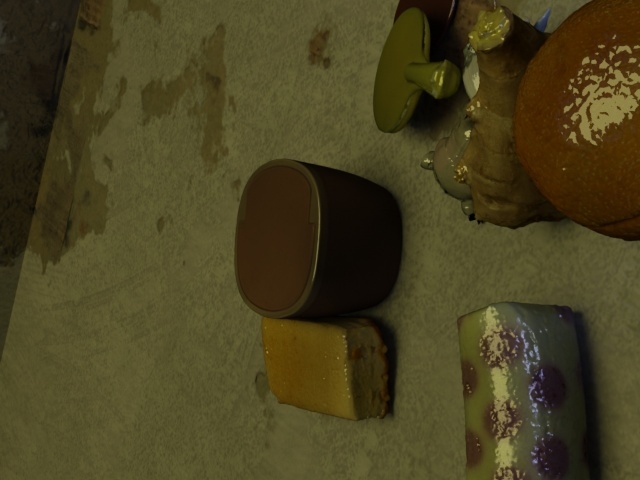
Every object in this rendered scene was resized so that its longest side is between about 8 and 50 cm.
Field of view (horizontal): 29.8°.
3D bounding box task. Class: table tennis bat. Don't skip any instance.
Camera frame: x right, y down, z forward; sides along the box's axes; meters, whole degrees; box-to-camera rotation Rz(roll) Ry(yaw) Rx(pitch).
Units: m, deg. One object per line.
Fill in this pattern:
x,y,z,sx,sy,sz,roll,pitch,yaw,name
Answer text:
0.172,-0.372,2.181,0.154,0.021,0.274,42,118,49,table tennis bat
0.159,-0.286,2.050,0.369,0.054,0.224,-144,65,-73,table tennis bat

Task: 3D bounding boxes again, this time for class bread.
0.010,0.227,2.242,0.275,0.114,0.184,3,101,55,bread
0.306,0.266,1.786,0.155,0.187,0.338,-20,68,53,bread

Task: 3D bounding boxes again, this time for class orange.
0.431,-0.176,1.549,0.357,0.322,0.322,-49,49,33,orange

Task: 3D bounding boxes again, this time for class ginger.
0.318,-0.174,1.740,0.375,0.236,0.166,91,-179,-53,ginger

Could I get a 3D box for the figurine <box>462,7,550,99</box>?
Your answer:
0.308,-0.261,1.881,0.208,0.184,0.128,-58,-1,-18,figurine

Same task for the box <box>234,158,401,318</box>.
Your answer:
0.000,0.000,2.210,0.301,0.216,0.300,-5,84,54,box

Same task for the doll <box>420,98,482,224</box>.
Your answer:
0.248,-0.136,1.976,0.149,0.095,0.192,42,137,18,doll
